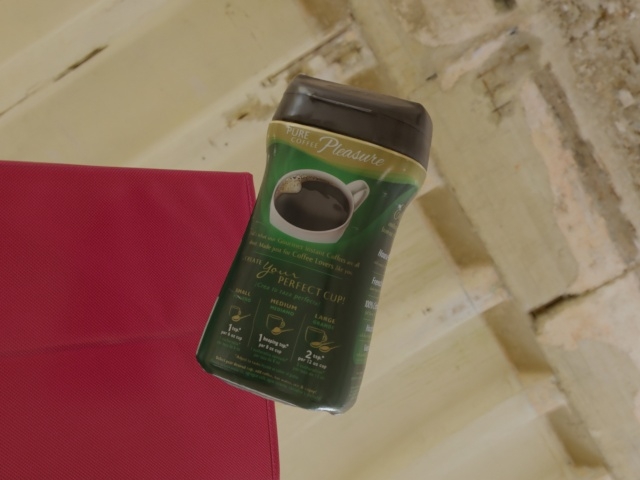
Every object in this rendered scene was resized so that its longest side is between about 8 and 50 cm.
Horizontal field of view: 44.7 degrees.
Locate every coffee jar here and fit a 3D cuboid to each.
[{"bbox_3d":[0.000,0.000,0.455,0.096,0.185,0.079,18,178,16],"label":"coffee jar"}]

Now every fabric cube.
[{"bbox_3d":[-0.214,0.088,0.616,0.258,0.254,0.259,-2,-97,-40],"label":"fabric cube"}]
